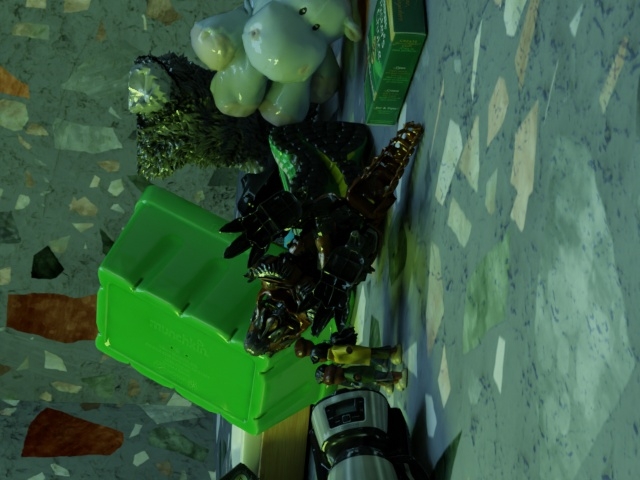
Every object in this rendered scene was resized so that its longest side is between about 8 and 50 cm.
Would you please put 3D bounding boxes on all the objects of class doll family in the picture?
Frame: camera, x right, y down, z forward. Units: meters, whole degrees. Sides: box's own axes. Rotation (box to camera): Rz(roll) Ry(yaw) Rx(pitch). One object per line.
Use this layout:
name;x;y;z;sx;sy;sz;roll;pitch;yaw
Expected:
doll family;0.031;0.142;1.598;0.193;0.111;0.076;124;148;-75

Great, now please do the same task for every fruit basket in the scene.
fruit basket;-0.111;0.081;2.042;0.392;0.392;0.283;-96;12;-49

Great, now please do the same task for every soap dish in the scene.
soap dish;-0.083;0.287;2.327;0.229;0.118;0.291;-113;27;-72

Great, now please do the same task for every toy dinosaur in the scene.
toy dinosaur;0.000;0.000;1.556;0.218;0.164;0.322;-19;-54;-70

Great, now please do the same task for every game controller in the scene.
game controller;-0.054;-0.082;2.111;0.166;0.067;0.319;-44;-8;-4

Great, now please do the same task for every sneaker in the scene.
sneaker;0.001;-0.059;1.822;0.343;0.134;0.146;-93;1;-60

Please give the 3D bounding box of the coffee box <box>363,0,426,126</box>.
coffee box;0.084;-0.231;1.610;0.184;0.040;0.113;107;164;-61

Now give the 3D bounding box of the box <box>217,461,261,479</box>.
box;-0.099;0.467;2.177;0.180;0.077;0.147;40;145;21

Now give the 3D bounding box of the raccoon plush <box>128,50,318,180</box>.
raccoon plush;-0.144;-0.181;2.205;0.446;0.299;0.216;-96;12;-80

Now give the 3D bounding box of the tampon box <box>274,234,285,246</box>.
tampon box;-0.077;-0.012;2.449;0.120;0.101;0.161;101;169;-47

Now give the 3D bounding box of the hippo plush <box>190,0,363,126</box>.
hippo plush;-0.022;-0.297;2.018;0.294;0.234;0.236;-47;21;-15

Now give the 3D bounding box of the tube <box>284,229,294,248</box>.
tube;-0.036;0.072;2.269;0.052;0.080;0.207;50;-145;-53

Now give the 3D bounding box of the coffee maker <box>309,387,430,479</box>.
coffee maker;0.045;0.270;1.423;0.178;0.120;0.171;-96;11;-50
